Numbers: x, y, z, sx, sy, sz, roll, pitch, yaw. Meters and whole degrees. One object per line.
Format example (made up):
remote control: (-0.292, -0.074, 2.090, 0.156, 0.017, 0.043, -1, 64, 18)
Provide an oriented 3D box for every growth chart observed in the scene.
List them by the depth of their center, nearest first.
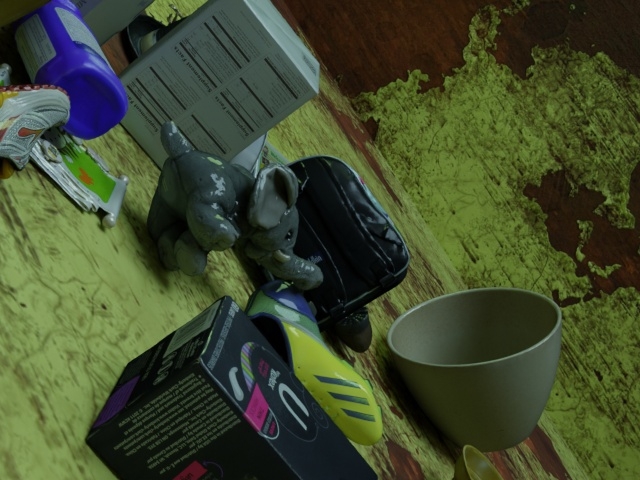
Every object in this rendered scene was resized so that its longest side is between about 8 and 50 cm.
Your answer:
growth chart: (-0.321, -0.116, 1.189, 0.237, 0.021, 0.172, 47, 15, -30)

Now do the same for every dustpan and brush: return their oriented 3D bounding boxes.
dustpan and brush: (-0.143, -0.090, 1.565, 0.060, 0.147, 0.211, 40, 43, -11)

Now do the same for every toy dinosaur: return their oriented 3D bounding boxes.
toy dinosaur: (-0.275, -0.409, 1.927, 0.093, 0.053, 0.183, 38, -24, 2)

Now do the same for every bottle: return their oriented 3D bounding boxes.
bottle: (-0.334, -0.243, 1.246, 0.118, 0.092, 0.283, 52, 2, -47)

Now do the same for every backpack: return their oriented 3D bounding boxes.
backpack: (0.000, 0.000, 1.559, 0.253, 0.225, 0.191, 57, -6, 8)

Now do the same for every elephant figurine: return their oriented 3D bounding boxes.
elephant figurine: (-0.100, -0.038, 1.305, 0.239, 0.186, 0.169, -6, 45, -38)

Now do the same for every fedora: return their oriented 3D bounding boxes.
fedora: (-0.205, -0.319, 1.766, 0.334, 0.152, 0.334, 50, 15, -18)

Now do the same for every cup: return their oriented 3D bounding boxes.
cup: (0.313, 0.264, 1.877, 0.331, 0.331, 0.236, -82, 159, -70)

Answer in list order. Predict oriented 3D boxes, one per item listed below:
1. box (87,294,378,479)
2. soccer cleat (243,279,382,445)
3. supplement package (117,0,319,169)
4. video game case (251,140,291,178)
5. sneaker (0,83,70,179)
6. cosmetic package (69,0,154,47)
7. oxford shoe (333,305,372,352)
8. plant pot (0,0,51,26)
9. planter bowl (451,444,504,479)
box: (-0.074, 0.218, 0.968, 0.270, 0.143, 0.165, 52, 15, -13)
soccer cleat: (-0.016, 0.191, 1.391, 0.289, 0.093, 0.121, 57, 44, -10)
supplement package: (-0.163, -0.248, 1.508, 0.198, 0.263, 0.199, 50, 15, -17)
video game case: (-0.063, -0.053, 1.730, 0.212, 0.023, 0.193, 40, 44, -44)
sneaker: (-0.337, -0.113, 1.013, 0.225, 0.088, 0.092, -39, 127, -67)
cosmetic package: (-0.395, -0.440, 1.432, 0.296, 0.153, 0.129, 54, 15, 4)
oxford shoe: (0.040, 0.123, 1.739, 0.227, 0.083, 0.096, -105, 178, -58)
plant pot: (-0.401, -0.353, 1.132, 0.212, 0.187, 0.212, 47, 16, -24)
planter bowl: (0.267, 0.460, 1.631, 0.217, 0.090, 0.217, 49, 15, -19)
